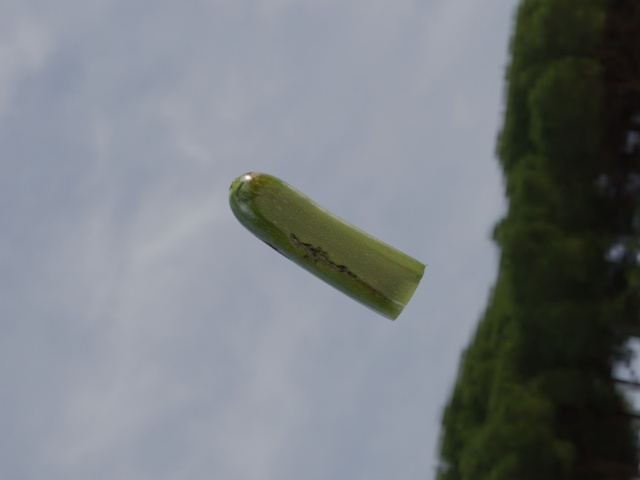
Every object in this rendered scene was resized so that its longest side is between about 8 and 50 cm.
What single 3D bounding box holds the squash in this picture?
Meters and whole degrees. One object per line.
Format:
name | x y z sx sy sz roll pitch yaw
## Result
squash | 0.000 0.000 0.695 0.027 0.083 0.027 -59 1 1
